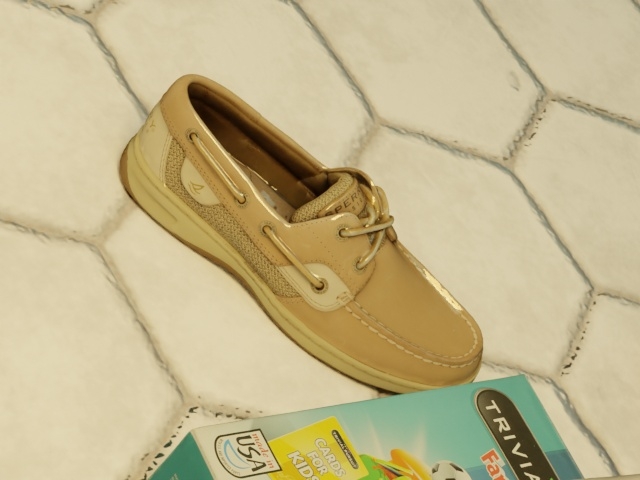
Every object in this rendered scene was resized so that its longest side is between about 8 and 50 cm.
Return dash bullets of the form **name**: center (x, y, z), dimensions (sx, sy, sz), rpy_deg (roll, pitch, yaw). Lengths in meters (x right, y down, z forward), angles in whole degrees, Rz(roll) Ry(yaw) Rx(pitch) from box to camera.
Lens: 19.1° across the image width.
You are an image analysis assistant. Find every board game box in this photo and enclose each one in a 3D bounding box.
- **board game box**: center (0.074, 0.238, 1.380), dimensions (0.336, 0.079, 0.254), rpy_deg (-6, 57, -41)

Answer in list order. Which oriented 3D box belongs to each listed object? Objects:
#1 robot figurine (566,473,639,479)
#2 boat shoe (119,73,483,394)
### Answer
- **robot figurine**: center (0.211, 0.299, 1.219), dimensions (0.353, 0.200, 0.300), rpy_deg (7, 74, -46)
- **boat shoe**: center (0.000, 0.000, 1.522), dimensions (0.341, 0.110, 0.121), rpy_deg (35, 39, -5)
